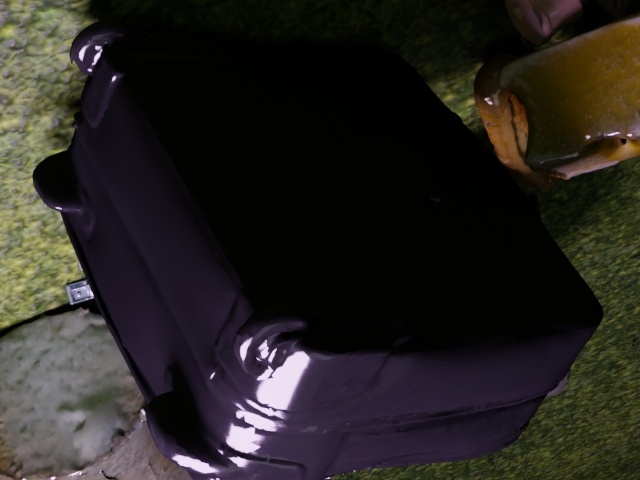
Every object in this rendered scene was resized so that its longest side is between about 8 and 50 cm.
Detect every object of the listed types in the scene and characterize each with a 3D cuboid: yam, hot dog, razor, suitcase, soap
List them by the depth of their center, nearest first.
[{"bbox_3d":[0.000,0.000,0.981,0.339,0.345,0.188,-5,134,-34],"label":"suitcase"},{"bbox_3d":[0.265,-0.121,1.093,0.199,0.091,0.315,-18,177,17],"label":"soap"},{"bbox_3d":[-0.197,0.002,1.157,0.068,0.037,0.191,-17,150,-10],"label":"razor"},{"bbox_3d":[0.178,-0.104,1.242,0.066,0.047,0.216,-61,151,-8],"label":"hot dog"},{"bbox_3d":[-0.211,0.197,1.315,0.195,0.195,0.300,-23,150,-2],"label":"yam"}]

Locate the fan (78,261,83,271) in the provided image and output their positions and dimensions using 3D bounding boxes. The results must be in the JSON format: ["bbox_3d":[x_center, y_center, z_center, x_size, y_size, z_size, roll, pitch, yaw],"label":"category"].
[{"bbox_3d":[-0.162,-0.026,1.120,0.132,0.009,0.220,-51,149,6],"label":"fan"}]

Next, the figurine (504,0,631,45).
[{"bbox_3d":[0.260,-0.238,0.995,0.276,0.133,0.200,-21,154,-3],"label":"figurine"}]

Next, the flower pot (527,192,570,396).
[{"bbox_3d":[0.101,0.068,1.295,0.302,0.213,0.302,-16,150,-9],"label":"flower pot"}]
